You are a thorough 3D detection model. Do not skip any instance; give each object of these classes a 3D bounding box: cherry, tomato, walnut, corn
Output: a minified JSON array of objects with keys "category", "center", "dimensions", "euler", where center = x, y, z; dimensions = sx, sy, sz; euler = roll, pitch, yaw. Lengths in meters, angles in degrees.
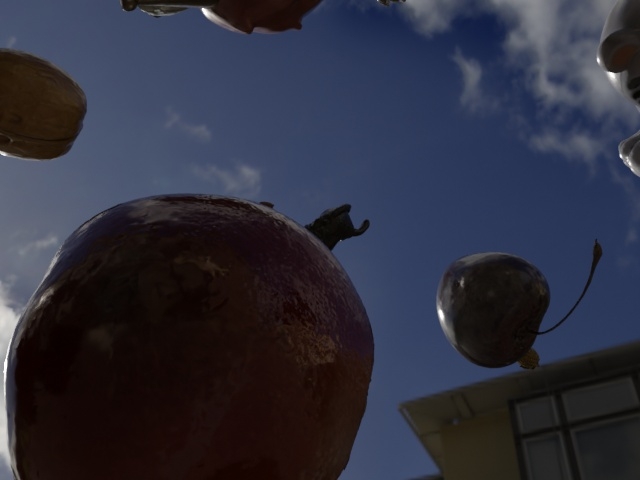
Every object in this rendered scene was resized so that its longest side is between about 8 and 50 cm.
[{"category":"cherry","center":[0.200,0.045,0.908],"dimensions":[0.115,0.148,0.188],"euler":[17,-69,-8]},{"category":"tomato","center":[-0.073,0.053,0.439],"dimensions":[0.199,0.227,0.112],"euler":[-9,-31,3]},{"category":"walnut","center":[-0.463,-0.209,1.269],"dimensions":[0.197,0.165,0.165],"euler":[21,-49,-35]},{"category":"corn","center":[0.241,0.134,1.017],"dimensions":[0.083,0.028,0.027],"euler":[38,-25,-18]}]

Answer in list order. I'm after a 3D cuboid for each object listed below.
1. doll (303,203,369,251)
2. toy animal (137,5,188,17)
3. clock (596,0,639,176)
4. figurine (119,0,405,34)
[{"category":"doll","center":[0.000,0.000,1.171],"dimensions":[0.139,0.165,0.057],"euler":[-46,-103,13]},{"category":"toy animal","center":[-0.172,-0.375,0.971],"dimensions":[0.179,0.193,0.127],"euler":[-20,-15,-5]},{"category":"clock","center":[0.219,-0.123,0.431],"dimensions":[0.176,0.080,0.117],"euler":[-45,-45,-2]},{"category":"figurine","center":[-0.031,-0.307,0.852],"dimensions":[0.387,0.207,0.166],"euler":[-17,-37,-22]}]
